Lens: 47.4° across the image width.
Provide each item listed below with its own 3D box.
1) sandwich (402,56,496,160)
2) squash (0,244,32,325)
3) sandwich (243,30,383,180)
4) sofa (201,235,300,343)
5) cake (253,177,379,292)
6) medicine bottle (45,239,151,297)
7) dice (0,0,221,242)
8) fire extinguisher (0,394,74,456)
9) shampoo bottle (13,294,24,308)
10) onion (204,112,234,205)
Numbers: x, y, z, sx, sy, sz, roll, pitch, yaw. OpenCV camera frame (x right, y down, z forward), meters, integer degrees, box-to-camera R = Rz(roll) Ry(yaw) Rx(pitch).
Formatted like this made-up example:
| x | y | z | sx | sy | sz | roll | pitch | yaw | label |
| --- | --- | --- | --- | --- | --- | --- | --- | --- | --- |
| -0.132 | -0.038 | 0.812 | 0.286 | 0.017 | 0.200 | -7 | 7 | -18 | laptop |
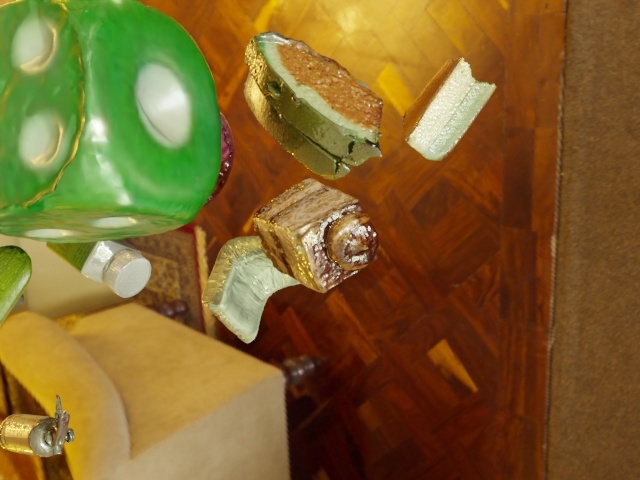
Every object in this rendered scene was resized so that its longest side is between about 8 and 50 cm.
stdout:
| x | y | z | sx | sy | sz | roll | pitch | yaw | label |
| --- | --- | --- | --- | --- | --- | --- | --- | --- | --- |
| 0.265 | -0.278 | 1.511 | 0.108 | 0.220 | 0.186 | 36 | 117 | -10 | sandwich |
| -0.404 | 0.084 | 0.851 | 0.069 | 0.239 | 0.069 | 3 | 122 | 5 | squash |
| -0.008 | -0.224 | 1.195 | 0.292 | 0.212 | 0.109 | 35 | 129 | 5 | sandwich |
| -0.169 | 0.127 | 1.898 | 0.176 | 0.225 | 0.210 | 2 | 146 | 29 | sofa |
| 0.000 | 0.000 | 1.704 | 0.293 | 0.198 | 0.196 | 30 | 145 | 53 | cake |
| -0.427 | 0.030 | 1.434 | 0.188 | 0.132 | 0.088 | 30 | 89 | 28 | medicine bottle |
| -0.333 | -0.158 | 1.024 | 0.300 | 0.287 | 0.297 | -7 | 85 | 24 | dice |
| -0.534 | 0.353 | 1.369 | 0.252 | 0.075 | 0.106 | -12 | 103 | 47 | fire extinguisher |
| -0.627 | 0.126 | 1.217 | 0.080 | 0.246 | 0.079 | 55 | 176 | 31 | shampoo bottle |
| -0.426 | -0.263 | 2.039 | 0.345 | 0.358 | 0.358 | 58 | 139 | 42 | onion |
